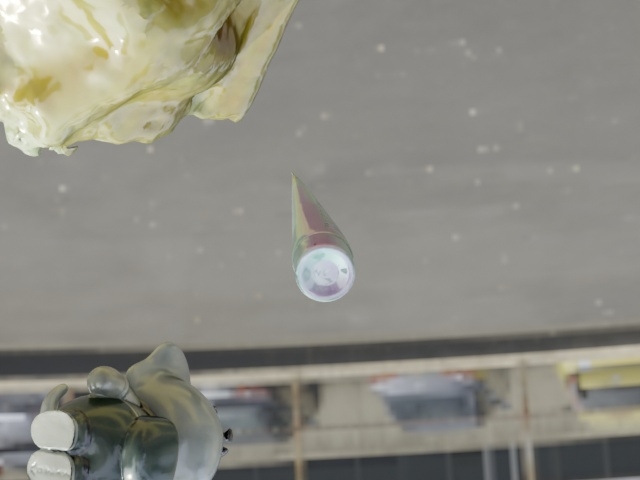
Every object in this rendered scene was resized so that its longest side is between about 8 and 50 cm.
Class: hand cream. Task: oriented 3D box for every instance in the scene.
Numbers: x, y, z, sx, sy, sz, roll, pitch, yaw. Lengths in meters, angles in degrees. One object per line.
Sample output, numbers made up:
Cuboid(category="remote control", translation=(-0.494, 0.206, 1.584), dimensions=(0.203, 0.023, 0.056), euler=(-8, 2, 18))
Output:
Cuboid(category="hand cream", translation=(0.000, 0.000, 1.392), dimensions=(0.047, 0.076, 0.174), euler=(-29, -162, 6))

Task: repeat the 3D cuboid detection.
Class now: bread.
Cuboid(category="bread", translation=(-0.041, -0.153, 0.463), dimensions=(0.130, 0.152, 0.268), euler=(10, 133, -17))

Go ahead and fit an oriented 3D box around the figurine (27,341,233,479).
Cuboid(category="figurine", translation=(-0.134, 0.147, 1.261), dimensions=(0.126, 0.147, 0.192), euler=(-6, 174, 35))
